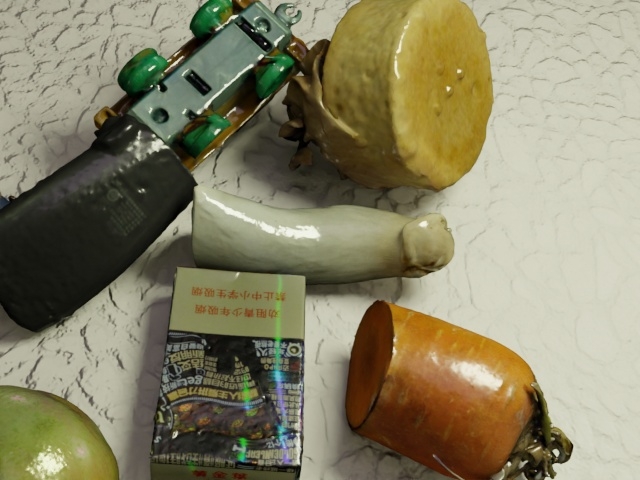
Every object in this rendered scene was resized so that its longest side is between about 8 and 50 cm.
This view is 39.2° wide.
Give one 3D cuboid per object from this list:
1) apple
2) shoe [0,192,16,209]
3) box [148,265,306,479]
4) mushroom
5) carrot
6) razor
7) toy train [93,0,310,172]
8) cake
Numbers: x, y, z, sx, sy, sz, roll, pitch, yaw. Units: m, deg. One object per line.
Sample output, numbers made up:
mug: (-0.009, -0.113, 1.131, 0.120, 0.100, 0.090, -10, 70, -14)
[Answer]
apple: (-0.378, 0.261, 1.149, 0.265, 0.120, 0.193, 33, 45, 14)
shoe: (-0.511, 0.023, 1.345, 0.099, 0.125, 0.227, 5, 69, 42)
box: (-0.120, 0.185, 1.258, 0.198, 0.084, 0.310, 5, 51, -4)
mushroom: (0.001, 0.000, 1.368, 0.397, 0.177, 0.126, 5, 68, -7)
carrot: (0.184, 0.218, 1.197, 0.331, 0.193, 0.214, 23, 16, 6)
razor: (-0.338, -0.025, 1.284, 0.327, 0.189, 0.107, -41, 32, -8)
toy train: (-0.191, -0.241, 1.492, 0.178, 0.249, 0.429, 44, 71, 1)
cake: (0.081, -0.240, 1.488, 0.321, 0.332, 0.332, 4, 44, 36)
